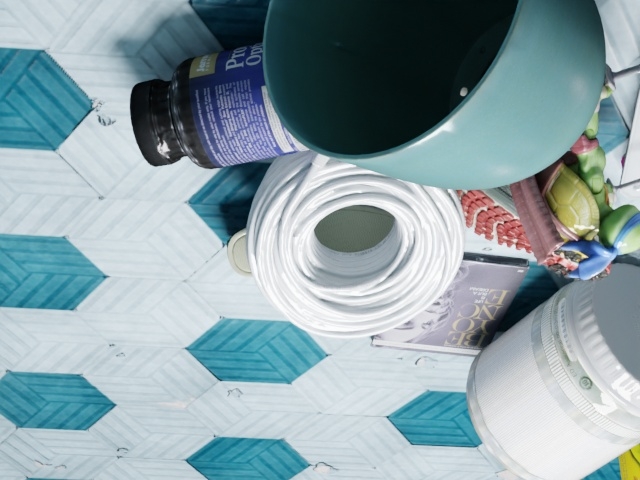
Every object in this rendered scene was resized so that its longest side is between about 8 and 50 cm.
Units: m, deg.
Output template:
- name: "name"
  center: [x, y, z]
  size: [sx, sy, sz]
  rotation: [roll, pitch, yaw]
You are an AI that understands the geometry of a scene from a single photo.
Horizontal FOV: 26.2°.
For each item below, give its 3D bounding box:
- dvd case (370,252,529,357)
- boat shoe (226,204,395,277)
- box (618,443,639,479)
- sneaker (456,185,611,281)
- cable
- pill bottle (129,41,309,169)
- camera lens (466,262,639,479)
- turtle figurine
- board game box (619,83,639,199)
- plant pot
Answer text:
- name: "dvd case"
  center: [0.170, 0.088, 1.850]
  size: [0.164, 0.018, 0.221]
  rotation: [6, 143, -8]
- name: "boat shoe"
  center: [0.000, 0.000, 1.707]
  size: [0.233, 0.084, 0.079]
  rotation: [-6, -179, -3]
- name: "box"
  center: [0.566, 0.274, 1.869]
  size: [0.177, 0.290, 0.279]
  rotation: [25, 136, -28]
- name: "sneaker"
  center: [0.252, -0.036, 1.645]
  size: [0.225, 0.093, 0.088]
  rotation: [27, 157, -11]
- name: "cable"
  center: [0.039, -0.010, 1.597]
  size: [0.257, 0.089, 0.257]
  rotation: [37, 111, -26]
- name: "pill bottle"
  center: [-0.084, -0.143, 1.461]
  size: [0.219, 0.123, 0.123]
  rotation: [-10, 142, 13]
- name: "camera lens"
  center: [0.342, 0.182, 1.806]
  size: [0.219, 0.219, 0.274]
  rotation: [20, 138, -24]
- name: "turtle figurine"
  center: [0.267, -0.109, 1.472]
  size: [0.266, 0.275, 0.198]
  rotation: [30, -179, 24]
- name: "board game box"
  center: [0.534, -0.187, 1.460]
  size: [0.389, 0.050, 0.390]
  rotation: [-2, 143, 2]
- name: "plant pot"
  center: [0.131, -0.178, 1.295]
  size: [0.293, 0.293, 0.235]
  rotation: [-28, 148, 32]
